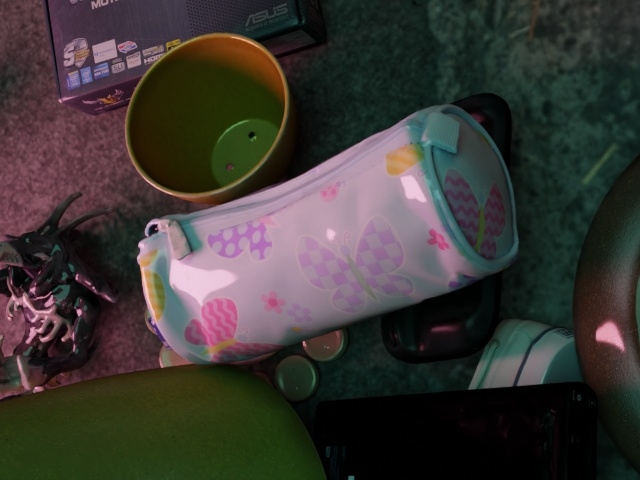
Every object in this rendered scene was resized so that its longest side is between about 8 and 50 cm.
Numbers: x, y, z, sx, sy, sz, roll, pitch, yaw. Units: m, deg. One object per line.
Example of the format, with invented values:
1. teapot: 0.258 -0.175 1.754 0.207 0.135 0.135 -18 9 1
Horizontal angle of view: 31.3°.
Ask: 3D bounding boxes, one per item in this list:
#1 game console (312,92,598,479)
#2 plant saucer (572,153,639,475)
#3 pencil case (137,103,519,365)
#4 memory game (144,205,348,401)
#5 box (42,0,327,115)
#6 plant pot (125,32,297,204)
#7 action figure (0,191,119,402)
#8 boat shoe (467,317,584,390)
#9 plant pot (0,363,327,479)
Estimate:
1. game console: 0.094 0.063 0.797 0.213 0.044 0.361 -10 65 40
2. plant saucer: 0.321 0.047 0.732 0.311 0.050 0.310 -1 82 9
3. pencil case: 0.000 0.000 0.793 0.273 0.113 0.124 -19 110 33
4. memory game: -0.060 0.052 0.931 0.186 0.012 0.186 -2 83 20
5. box: -0.123 -0.225 0.962 0.233 0.059 0.183 -13 78 19
6. plant pot: -0.071 -0.081 0.900 0.134 0.095 0.134 -6 70 18
7. action figure: -0.265 0.086 0.940 0.164 0.141 0.275 22 94 33
8. boat shoe: 0.121 0.180 0.815 0.084 0.095 0.258 18 82 51
9. plant pot: -0.187 0.213 0.764 0.275 0.293 0.274 -9 77 43
